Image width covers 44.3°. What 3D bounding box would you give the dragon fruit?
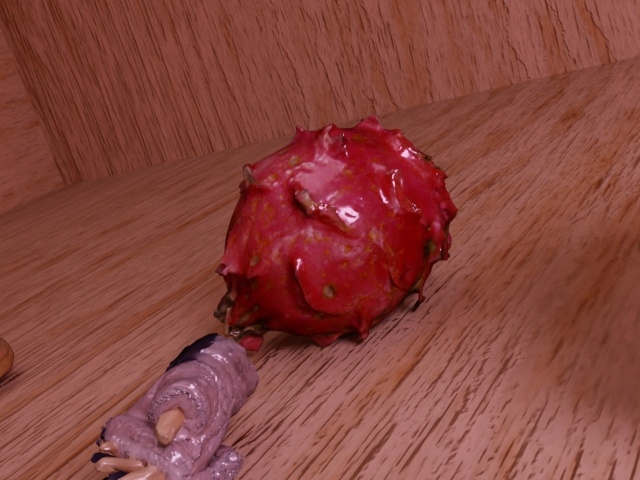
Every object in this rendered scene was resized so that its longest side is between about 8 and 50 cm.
[{"bbox_3d":[0.000,0.000,0.758,0.268,0.205,0.210,-40,-22,3],"label":"dragon fruit"}]

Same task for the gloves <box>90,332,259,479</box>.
[{"bbox_3d":[-0.098,0.137,0.580,0.110,0.094,0.144,-12,34,53],"label":"gloves"}]

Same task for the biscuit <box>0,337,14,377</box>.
[{"bbox_3d":[-0.522,0.212,0.873,0.376,0.051,0.269,-31,23,-37],"label":"biscuit"}]
